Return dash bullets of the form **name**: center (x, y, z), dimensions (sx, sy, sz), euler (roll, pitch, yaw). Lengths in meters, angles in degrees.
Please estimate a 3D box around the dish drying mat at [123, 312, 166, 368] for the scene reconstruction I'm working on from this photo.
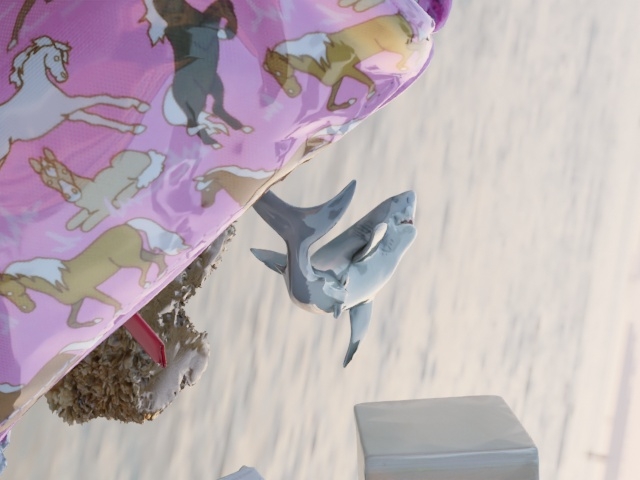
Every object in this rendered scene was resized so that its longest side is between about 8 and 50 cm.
- **dish drying mat**: center (-0.140, 0.059, 1.128), dimensions (0.008, 0.083, 0.032), euler (-30, 148, -23)

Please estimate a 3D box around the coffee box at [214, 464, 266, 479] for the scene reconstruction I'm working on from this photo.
- **coffee box**: center (-0.137, 0.475, 1.397), dimensions (0.337, 0.334, 0.338), euler (-18, 144, -41)

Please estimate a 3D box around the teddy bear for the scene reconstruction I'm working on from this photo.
- **teddy bear**: center (-0.179, 0.005, 1.298), dimensions (0.245, 0.113, 0.338), euler (-50, 149, -23)

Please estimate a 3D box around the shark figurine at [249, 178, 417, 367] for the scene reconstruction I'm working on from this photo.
- **shark figurine**: center (-0.015, 0.015, 1.297), dimensions (0.166, 0.116, 0.278), euler (-69, 159, 5)

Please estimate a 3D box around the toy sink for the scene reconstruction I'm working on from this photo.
- **toy sink**: center (0.111, 0.232, 1.420), dimensions (0.234, 0.152, 0.131), euler (-112, -160, -84)

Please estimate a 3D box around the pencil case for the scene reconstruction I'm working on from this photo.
- **pencil case**: center (-0.119, -0.040, 0.733), dimensions (0.386, 0.160, 0.167), euler (-43, 141, 10)
